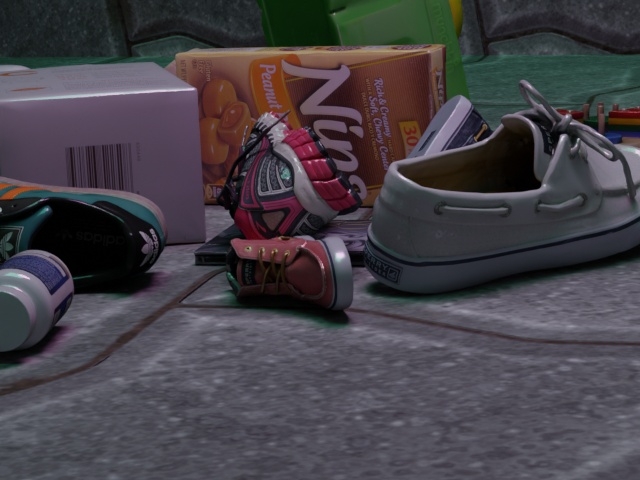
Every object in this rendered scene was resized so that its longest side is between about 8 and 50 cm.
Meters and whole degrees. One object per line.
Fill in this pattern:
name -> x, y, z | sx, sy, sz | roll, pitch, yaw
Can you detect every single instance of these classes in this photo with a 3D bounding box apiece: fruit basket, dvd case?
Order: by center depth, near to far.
dvd case -> 0.000, 0.000, 1.584 | 0.221, 0.018, 0.164 | 0, 11, 13
fruit basket -> 0.106, -0.296, 2.152 | 0.392, 0.392, 0.283 | -11, 14, -37

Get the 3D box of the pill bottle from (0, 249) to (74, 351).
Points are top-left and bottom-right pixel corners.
pill bottle -> -0.244, 0.051, 1.257 | 0.067, 0.067, 0.120 | -2, 11, 4

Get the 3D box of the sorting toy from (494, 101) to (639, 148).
sorting toy -> 0.342, -0.135, 1.846 | 0.274, 0.046, 0.132 | -10, 14, -34

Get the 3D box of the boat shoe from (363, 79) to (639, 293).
boat shoe -> 0.200, -0.070, 1.450 | 0.367, 0.156, 0.136 | -12, 35, -31

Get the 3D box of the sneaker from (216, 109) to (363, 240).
sneaker -> -0.051, -0.056, 1.560 | 0.112, 0.121, 0.299 | -36, 7, -4

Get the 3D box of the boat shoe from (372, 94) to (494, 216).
boat shoe -> 0.136, -0.071, 1.722 | 0.183, 0.083, 0.065 | -54, 16, -21

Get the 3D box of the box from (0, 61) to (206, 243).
box -> -0.265, -0.101, 1.762 | 0.215, 0.168, 0.345 | -5, 12, -12

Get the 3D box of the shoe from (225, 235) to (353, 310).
shoe -> -0.030, 0.029, 1.349 | 0.081, 0.063, 0.178 | -7, 7, -15

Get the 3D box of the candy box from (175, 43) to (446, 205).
candy box -> -0.009, -0.137, 1.847 | 0.316, 0.183, 0.087 | 1, 13, 18

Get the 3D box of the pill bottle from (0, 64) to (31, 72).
pill bottle -> -0.455, -0.155, 2.086 | 0.283, 0.160, 0.160 | 2, 12, 21

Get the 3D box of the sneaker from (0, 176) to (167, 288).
sneaker -> -0.297, -0.007, 1.449 | 0.302, 0.108, 0.121 | -1, 7, 0

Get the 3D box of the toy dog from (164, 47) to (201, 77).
toy dog -> -0.124, -0.198, 2.253 | 0.161, 0.220, 0.333 | -33, -19, 38
